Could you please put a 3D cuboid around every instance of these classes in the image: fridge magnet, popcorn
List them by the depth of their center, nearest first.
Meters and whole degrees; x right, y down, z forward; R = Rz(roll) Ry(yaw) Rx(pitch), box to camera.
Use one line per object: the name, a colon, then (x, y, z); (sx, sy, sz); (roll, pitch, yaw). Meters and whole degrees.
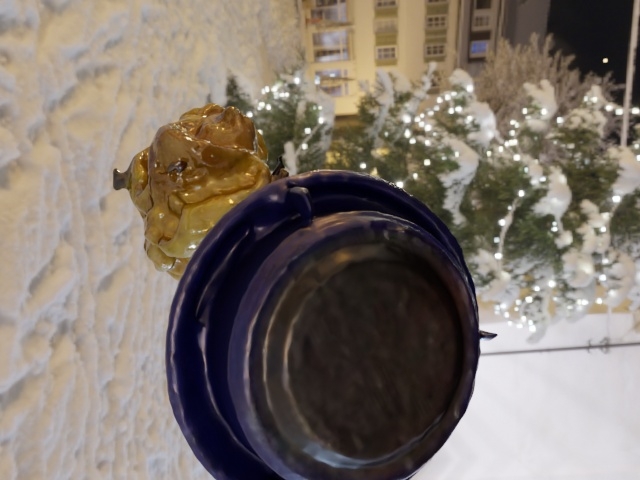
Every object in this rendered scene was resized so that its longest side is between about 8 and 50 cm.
fridge magnet: (0.017, 0.078, 0.459); (0.112, 0.265, 0.266); (-178, -97, -66)
popcorn: (-0.189, -0.083, 0.952); (0.316, 0.280, 0.298); (101, -6, -70)
